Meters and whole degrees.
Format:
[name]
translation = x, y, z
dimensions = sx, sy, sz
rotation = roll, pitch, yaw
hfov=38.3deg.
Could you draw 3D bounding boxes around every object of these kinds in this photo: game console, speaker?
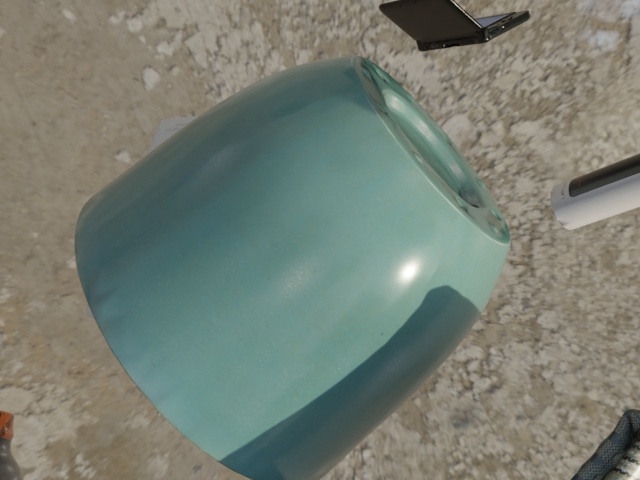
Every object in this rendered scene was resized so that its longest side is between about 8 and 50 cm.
[game console]
translation = 0.145, -0.248, 0.999
dimensions = 0.107, 0.122, 0.071
rotation = -30, 110, -23
[speaker]
translation = 0.318, -0.055, 0.992
dimensions = 0.136, 0.055, 0.055
rotation = -22, 88, 44

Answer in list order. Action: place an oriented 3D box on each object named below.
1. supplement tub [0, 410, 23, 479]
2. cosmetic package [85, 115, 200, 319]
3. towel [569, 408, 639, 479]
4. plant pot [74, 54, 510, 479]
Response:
[supplement tub]
translation = -0.398, 0.318, 0.888
dimensions = 0.193, 0.193, 0.316
rotation = 4, 75, 1
[cosmetic package]
translation = -0.143, -0.011, 0.954
dimensions = 0.085, 0.117, 0.231
rotation = 30, 72, -42
[towel]
translation = 0.199, 0.307, 0.569
dimensions = 0.312, 0.056, 0.324
rotation = 38, 87, -25
[plant pot]
translation = 0.000, 0.000, 0.715
dimensions = 0.235, 0.293, 0.293
rotation = -40, 89, 19
